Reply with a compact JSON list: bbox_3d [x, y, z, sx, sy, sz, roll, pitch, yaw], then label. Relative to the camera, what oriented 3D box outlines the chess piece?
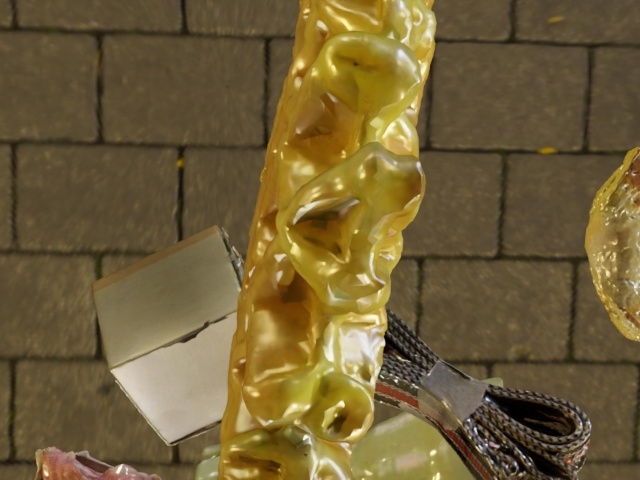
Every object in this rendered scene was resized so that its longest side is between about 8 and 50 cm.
[{"bbox_3d":[0.057,0.340,1.628,0.442,0.234,0.234,-11,98,5],"label":"chess piece"}]

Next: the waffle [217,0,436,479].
[{"bbox_3d":[0.001,0.000,0.465,0.057,0.219,0.229,11,137,-3],"label":"waffle"}]

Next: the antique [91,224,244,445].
[{"bbox_3d":[-0.124,0.088,1.175,0.152,0.148,0.147,-25,135,0],"label":"antique"}]

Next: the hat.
[{"bbox_3d":[-0.293,0.427,1.600,0.236,0.107,0.286,15,101,14],"label":"hat"}]

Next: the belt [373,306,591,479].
[{"bbox_3d":[0.131,0.172,1.311,0.359,0.094,0.126,32,65,21],"label":"belt"}]

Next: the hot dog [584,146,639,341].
[{"bbox_3d":[0.255,0.002,1.001,0.078,0.061,0.169,-2,95,-26],"label":"hot dog"}]
